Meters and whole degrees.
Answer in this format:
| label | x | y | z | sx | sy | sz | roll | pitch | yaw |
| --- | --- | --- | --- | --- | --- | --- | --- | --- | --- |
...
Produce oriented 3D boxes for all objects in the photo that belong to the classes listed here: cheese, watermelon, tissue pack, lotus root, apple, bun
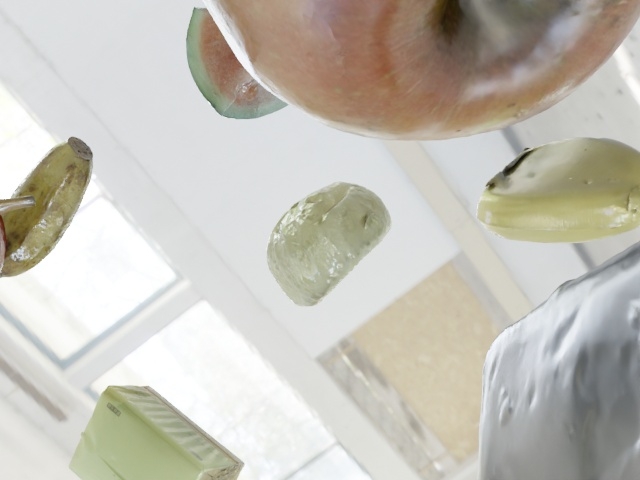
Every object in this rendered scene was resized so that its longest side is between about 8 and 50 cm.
| label | x | y | z | sx | sy | sz | roll | pitch | yaw |
| --- | --- | --- | --- | --- | --- | --- | --- | --- | --- |
| cheese | 0.455 | -0.085 | 1.581 | 0.315 | 0.259 | 0.128 | 2 | 130 | 42 |
| watermelon | -0.114 | -0.312 | 1.484 | 0.207 | 0.202 | 0.136 | 58 | -174 | 0 |
| tissue pack | -0.259 | 0.349 | 1.414 | 0.234 | 0.159 | 0.125 | 32 | -169 | 29 |
| lotus root | -0.441 | -0.044 | 1.435 | 0.110 | 0.258 | 0.097 | 40 | -175 | 19 |
| apple | 0.070 | -0.246 | 0.675 | 0.338 | 0.338 | 0.305 | 50 | -168 | -42 |
| bun | 0.000 | 0.000 | 1.523 | 0.153 | 0.244 | 0.244 | 40 | -175 | -4 |

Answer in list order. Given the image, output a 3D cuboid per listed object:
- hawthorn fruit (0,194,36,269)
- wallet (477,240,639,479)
| label | x | y | z | sx | sy | sz | roll | pitch | yaw |
| --- | --- | --- | --- | --- | --- | --- | --- | --- | --- |
| hawthorn fruit | -0.550 | -0.026 | 1.246 | 0.287 | 0.330 | 0.287 | -9 | -90 | -85 |
| wallet | 0.149 | 0.092 | 0.416 | 0.051 | 0.197 | 0.377 | 12 | 158 | -9 |
